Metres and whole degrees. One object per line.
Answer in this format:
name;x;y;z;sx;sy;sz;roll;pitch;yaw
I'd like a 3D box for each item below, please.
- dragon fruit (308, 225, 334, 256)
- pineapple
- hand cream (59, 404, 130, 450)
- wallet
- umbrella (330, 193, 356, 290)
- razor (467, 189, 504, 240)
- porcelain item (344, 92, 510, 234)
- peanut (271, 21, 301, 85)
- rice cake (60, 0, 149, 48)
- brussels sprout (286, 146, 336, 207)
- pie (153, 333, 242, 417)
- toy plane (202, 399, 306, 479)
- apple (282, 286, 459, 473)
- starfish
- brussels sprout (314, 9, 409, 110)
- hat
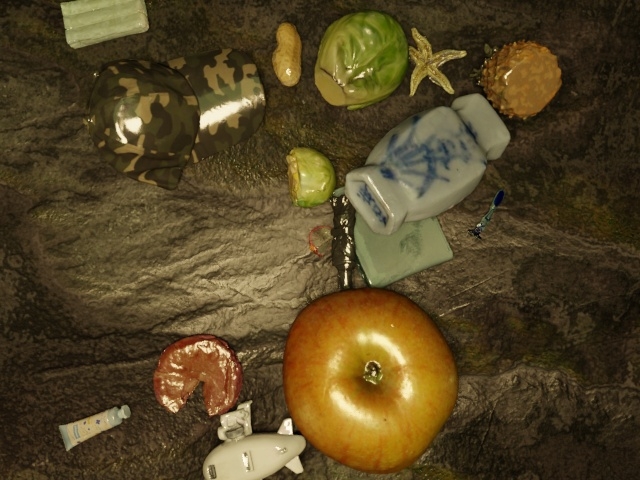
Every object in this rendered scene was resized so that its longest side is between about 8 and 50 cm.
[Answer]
dragon fruit;0.000;0.000;1.096;0.083;0.056;0.060;-38;65;-20
pineapple;0.455;-0.417;1.050;0.169;0.341;0.169;0;121;0
hand cream;-0.552;0.451;1.037;0.170;0.043;0.065;-23;82;0
wallet;0.185;-0.037;1.112;0.251;0.054;0.291;-20;81;-10
umbrella;0.061;0.005;1.048;0.066;0.059;0.236;-4;85;32
razor;0.457;-0.075;1.142;0.044;0.028;0.155;34;85;0
porcelain item;0.261;-0.187;1.035;0.405;0.178;0.243;-35;89;-19
peanut;-0.089;-0.493;1.115;0.080;0.080;0.175;0;83;-4
rice cake;-0.561;-0.585;1.109;0.210;0.038;0.124;-12;87;-5
brussels sprout;-0.018;-0.162;1.064;0.122;0.149;0.152;-10;100;-18
pie;-0.306;0.339;1.053;0.218;0.054;0.205;-6;87;-4
toy plane;-0.157;0.519;1.019;0.252;0.118;0.252;0;74;0
apple;0.108;0.301;0.942;0.399;0.333;0.401;0;89;-6
starfish;0.283;-0.469;1.145;0.208;0.053;0.176;33;85;2
brussels sprout;0.103;-0.450;1.064;0.243;0.244;0.244;0;86;-4
hat;-0.346;-0.346;1.033;0.381;0.257;0.367;-25;90;14
